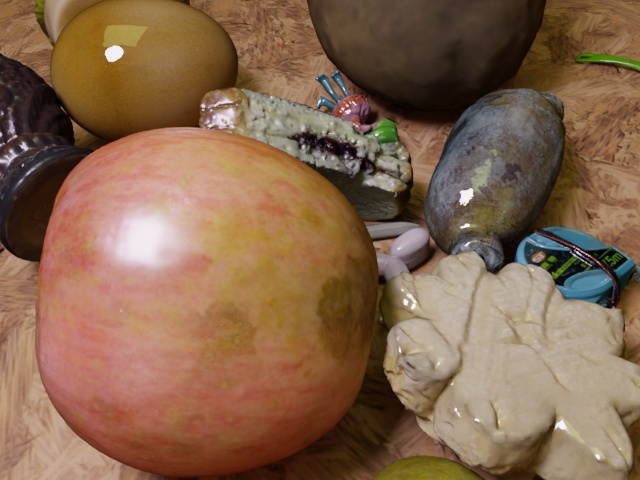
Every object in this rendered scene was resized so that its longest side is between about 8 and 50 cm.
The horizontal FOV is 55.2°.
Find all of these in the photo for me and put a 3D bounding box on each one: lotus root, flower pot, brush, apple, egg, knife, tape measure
[{"bbox_3d":[0.235,-0.089,0.856,0.175,0.175,0.349,17,52,23],"label":"lotus root"},{"bbox_3d":[-0.468,-0.117,0.940,0.267,0.266,0.266,35,59,20],"label":"flower pot"},{"bbox_3d":[0.000,0.000,0.907,0.299,0.039,0.042,-5,50,-1],"label":"brush"},{"bbox_3d":[-0.109,0.057,0.652,0.364,0.364,0.364,-4,46,4],"label":"apple"},{"bbox_3d":[-0.304,-0.299,1.082,0.323,0.250,0.250,-13,46,-15],"label":"egg"},{"bbox_3d":[0.564,-0.332,1.148,0.166,0.022,0.078,25,50,27],"label":"knife"},{"bbox_3d":[0.315,0.041,0.787,0.125,0.081,0.146,-31,50,-24],"label":"tape measure"}]

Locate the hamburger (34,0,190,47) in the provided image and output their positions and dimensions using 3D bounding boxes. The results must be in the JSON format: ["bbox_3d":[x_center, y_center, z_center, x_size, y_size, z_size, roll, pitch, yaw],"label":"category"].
[{"bbox_3d":[-0.406,-0.453,1.222,0.302,0.302,0.170,-17,54,-8],"label":"hamburger"}]

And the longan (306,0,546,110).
[{"bbox_3d":[0.170,-0.437,1.041,0.404,0.404,0.435,-11,50,-2],"label":"longan"}]

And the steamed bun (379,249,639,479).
[{"bbox_3d":[0.201,0.147,0.650,0.295,0.137,0.292,-12,44,-33],"label":"steamed bun"}]

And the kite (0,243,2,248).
[{"bbox_3d":[-0.627,0.049,0.958,0.245,0.015,0.141,-30,52,-19],"label":"kite"}]

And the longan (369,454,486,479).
[{"bbox_3d":[0.093,0.275,0.546,0.176,0.145,0.155,-7,9,-19],"label":"longan"}]

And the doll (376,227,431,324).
[{"bbox_3d":[0.084,0.043,0.833,0.160,0.059,0.161,-14,47,-7],"label":"doll"}]

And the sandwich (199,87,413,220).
[{"bbox_3d":[-0.004,-0.113,0.844,0.254,0.288,0.099,1,73,13],"label":"sandwich"}]

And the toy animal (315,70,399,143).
[{"bbox_3d":[0.052,-0.204,1.057,0.103,0.100,0.208,-37,58,4],"label":"toy animal"}]
